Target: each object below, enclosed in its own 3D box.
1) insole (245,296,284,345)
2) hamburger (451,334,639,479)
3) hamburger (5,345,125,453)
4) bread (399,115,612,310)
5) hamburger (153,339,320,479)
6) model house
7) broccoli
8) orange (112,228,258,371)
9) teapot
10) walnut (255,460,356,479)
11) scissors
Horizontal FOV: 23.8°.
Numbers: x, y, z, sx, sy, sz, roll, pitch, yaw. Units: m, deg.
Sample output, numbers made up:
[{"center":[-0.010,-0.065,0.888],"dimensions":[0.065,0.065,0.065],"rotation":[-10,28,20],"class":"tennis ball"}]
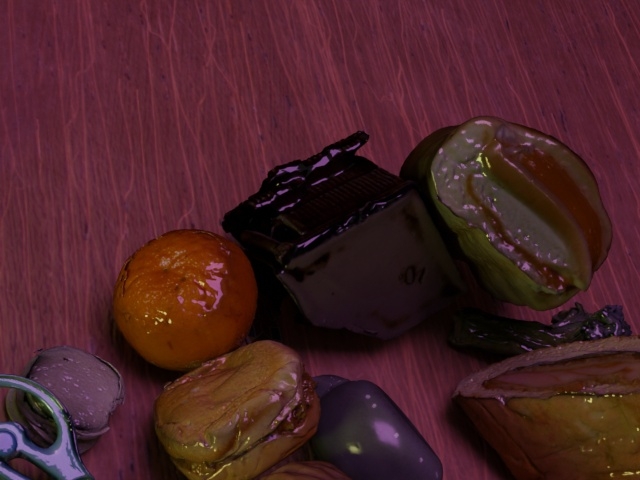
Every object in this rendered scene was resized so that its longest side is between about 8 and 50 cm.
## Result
[{"center":[-0.077,0.150,2.114],"dimensions":[0.065,0.006,0.193],"rotation":[8,46,-26],"class":"insole"},{"center":[0.364,0.263,2.127],"dimensions":[0.162,0.330,0.209],"rotation":[-49,125,-56],"class":"hamburger"},{"center":[-0.314,0.195,1.877],"dimensions":[0.133,0.062,0.140],"rotation":[38,39,4],"class":"hamburger"},{"center":[0.271,-0.054,2.228],"dimensions":[0.210,0.341,0.300],"rotation":[-44,94,-9],"class":"bread"},{"center":[-0.101,0.211,1.878],"dimensions":[0.213,0.214,0.108],"rotation":[-55,129,-50],"class":"hamburger"},{"center":[0.000,0.000,2.191],"dimensions":[0.317,0.297,0.282],"rotation":[-31,43,-24],"class":"model house"},{"center":[0.347,0.140,2.297],"dimensions":[0.275,0.177,0.198],"rotation":[27,45,13],"class":"broccoli"},{"center":[-0.173,0.081,1.996],"dimensions":[0.193,0.161,0.193],"rotation":[-4,58,6],"class":"orange"},{"center":[0.066,0.275,1.964],"dimensions":[0.294,0.129,0.193],"rotation":[50,1,9],"class":"teapot"},{"center":[0.003,0.371,1.805],"dimensions":[0.245,0.198,0.198],"rotation":[49,43,12],"class":"walnut"},{"center":[-0.275,0.304,1.791],"dimensions":[0.393,0.032,0.180],"rotation":[32,65,-8],"class":"scissors"}]
